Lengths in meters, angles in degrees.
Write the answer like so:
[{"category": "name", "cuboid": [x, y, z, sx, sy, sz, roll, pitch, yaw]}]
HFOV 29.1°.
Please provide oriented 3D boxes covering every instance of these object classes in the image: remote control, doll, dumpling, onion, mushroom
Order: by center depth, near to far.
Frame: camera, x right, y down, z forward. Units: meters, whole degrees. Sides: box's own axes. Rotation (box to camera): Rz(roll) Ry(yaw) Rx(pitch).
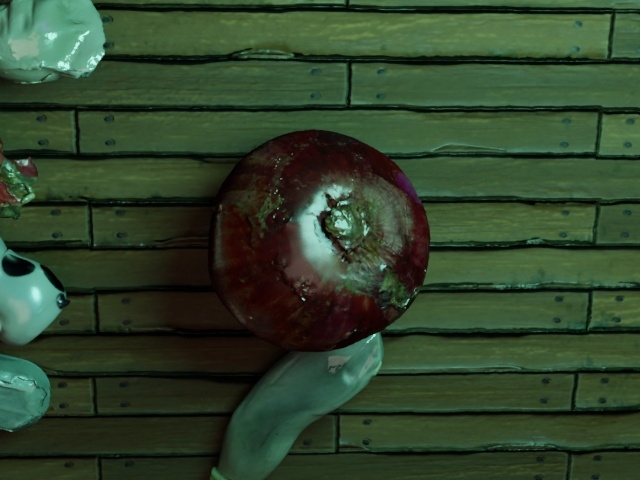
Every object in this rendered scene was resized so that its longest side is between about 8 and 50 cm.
[{"category": "dumpling", "cuboid": [-0.344, -0.250, 1.456, 0.188, 0.108, 0.127, 3, 88, 13]}, {"category": "onion", "cuboid": [0.000, 0.000, 1.489, 0.276, 0.276, 0.276, -1, 111, -3]}, {"category": "doll", "cuboid": [-0.411, 0.053, 1.558, 0.181, 0.110, 0.107, 34, 125, -10]}, {"category": "remote control", "cuboid": [-0.484, 0.190, 1.639, 0.247, 0.052, 0.104, 14, 111, -12]}, {"category": "mushroom", "cuboid": [-0.032, 0.211, 1.654, 0.109, 0.097, 0.351, 39, 108, -13]}]

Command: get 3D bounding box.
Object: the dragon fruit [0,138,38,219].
[{"category": "dragon fruit", "cuboid": [-0.443, -0.092, 1.487, 0.212, 0.134, 0.262, 27, 111, -10]}]
